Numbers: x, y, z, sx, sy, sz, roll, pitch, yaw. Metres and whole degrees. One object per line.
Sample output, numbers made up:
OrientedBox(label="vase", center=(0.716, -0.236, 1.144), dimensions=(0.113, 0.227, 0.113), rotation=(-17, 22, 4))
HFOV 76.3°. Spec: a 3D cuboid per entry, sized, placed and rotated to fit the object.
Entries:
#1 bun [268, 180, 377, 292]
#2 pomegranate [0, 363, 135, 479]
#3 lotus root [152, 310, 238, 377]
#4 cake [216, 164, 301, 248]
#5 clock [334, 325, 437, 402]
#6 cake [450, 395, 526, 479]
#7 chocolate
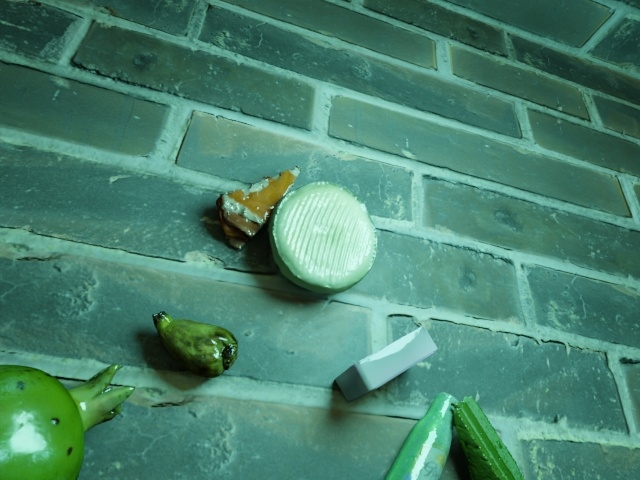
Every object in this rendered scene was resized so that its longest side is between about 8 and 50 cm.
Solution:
OrientedBox(label="bun", center=(0.000, 0.000, 1.004), dimensions=(0.288, 0.146, 0.287), rotation=(7, 64, -15))
OrientedBox(label="pomegranate", center=(-0.469, 0.304, 0.633), dimensions=(0.260, 0.260, 0.341), rotation=(50, 46, 11))
OrientedBox(label="lotus root", center=(-0.262, 0.209, 0.839), dimensions=(0.191, 0.094, 0.108), rotation=(24, 34, 5))
OrientedBox(label="cake", center=(-0.153, -0.115, 1.041), dimensions=(0.135, 0.098, 0.287), rotation=(39, 58, 4))
OrientedBox(label="clock", center=(0.143, 0.274, 0.901), dimensions=(0.197, 0.150, 0.063), rotation=(-20, 68, -27))
OrientedBox(label="cake", center=(0.369, 0.455, 0.869), dimensions=(0.100, 0.099, 0.235), rotation=(-3, 74, -45))
OrientedBox(label="chocolate", center=(0.217, 0.456, 0.861), dimensions=(0.110, 0.110, 0.291), rotation=(39, 55, 5))
